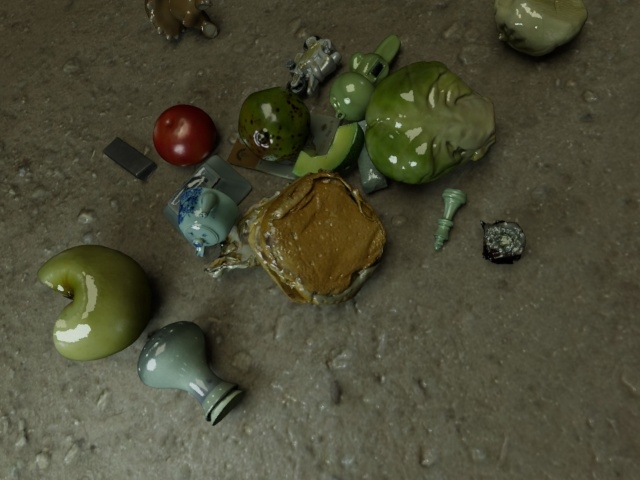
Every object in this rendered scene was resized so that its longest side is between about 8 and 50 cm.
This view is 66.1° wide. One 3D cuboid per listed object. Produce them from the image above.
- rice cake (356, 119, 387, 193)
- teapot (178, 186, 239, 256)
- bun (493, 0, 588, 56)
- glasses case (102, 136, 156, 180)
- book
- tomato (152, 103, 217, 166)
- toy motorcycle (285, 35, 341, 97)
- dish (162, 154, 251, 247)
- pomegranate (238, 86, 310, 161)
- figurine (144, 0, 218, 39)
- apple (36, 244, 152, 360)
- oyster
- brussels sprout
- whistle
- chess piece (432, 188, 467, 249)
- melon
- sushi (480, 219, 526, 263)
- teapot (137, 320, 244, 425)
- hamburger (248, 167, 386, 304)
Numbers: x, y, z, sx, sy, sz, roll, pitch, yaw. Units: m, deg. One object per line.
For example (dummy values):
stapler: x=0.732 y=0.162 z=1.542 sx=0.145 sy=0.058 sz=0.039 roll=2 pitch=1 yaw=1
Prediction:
rice cake: x=0.127 y=-0.224 z=1.279 sx=0.069 sy=0.063 sz=0.206 roll=-15 pitch=68 yaw=20
teapot: x=-0.301 y=-0.043 z=1.276 sx=0.159 sy=0.232 sz=0.159 roll=8 pitch=57 yaw=-12
bun: x=0.529 y=-0.557 z=1.219 sx=0.229 sy=0.145 sz=0.229 roll=7 pitch=63 yaw=-14
glasses case: x=-0.603 y=-0.259 z=1.553 sx=0.190 sy=0.042 sz=0.072 roll=33 pitch=78 yaw=25
book: x=-0.107 y=-0.282 z=1.404 sx=0.295 sy=0.020 sz=0.208 roll=17 pitch=78 yaw=23
tomato: x=-0.405 y=-0.311 z=1.450 sx=0.195 sy=0.136 sz=0.195 roll=-6 pitch=71 yaw=18
toy motorcycle: x=-0.014 y=-0.507 z=1.419 sx=0.151 sy=0.074 sz=0.229 roll=7 pitch=65 yaw=26
dish: x=-0.341 y=-0.126 z=1.399 sx=0.182 sy=0.080 sz=0.243 roll=41 pitch=88 yaw=26
pomegranate: x=-0.130 y=-0.325 z=1.316 sx=0.198 sy=0.198 sz=0.246 roll=-28 pitch=53 yaw=8
figurine: x=-0.475 y=-0.743 z=1.598 sx=0.173 sy=0.177 sz=0.247 roll=-36 pitch=71 yaw=-16
apple: x=-0.564 y=0.150 z=1.283 sx=0.233 sy=0.258 sz=0.295 roll=-24 pitch=70 yaw=9
oyster: x=-0.147 y=-0.019 z=1.293 sx=0.354 sy=0.107 sz=0.201 roll=-38 pitch=33 yaw=10
brussels sprout: x=0.249 y=-0.283 z=1.159 sx=0.316 sy=0.242 sz=0.274 roll=-25 pitch=73 yaw=2
whistle: x=0.119 y=-0.434 z=1.338 sx=0.141 sy=0.141 sz=0.294 roll=19 pitch=60 yaw=23
chess piece: x=0.301 y=-0.047 z=1.168 sx=0.059 sy=0.059 sz=0.149 roll=16 pitch=83 yaw=23
melon: x=0.022 y=-0.218 z=1.271 sx=0.209 sy=0.064 sz=0.118 roll=-12 pitch=75 yaw=33
sushi: x=0.406 y=-0.001 z=1.098 sx=0.094 sy=0.084 sz=0.098 roll=-1 pitch=75 yaw=16
teapot: x=-0.311 y=0.325 z=1.197 sx=0.251 sy=0.183 sz=0.183 roll=39 pitch=87 yaw=13
hamburger: x=0.000 y=0.000 z=1.148 sx=0.318 sy=0.158 sz=0.319 roll=1 pitch=88 yaw=-18
